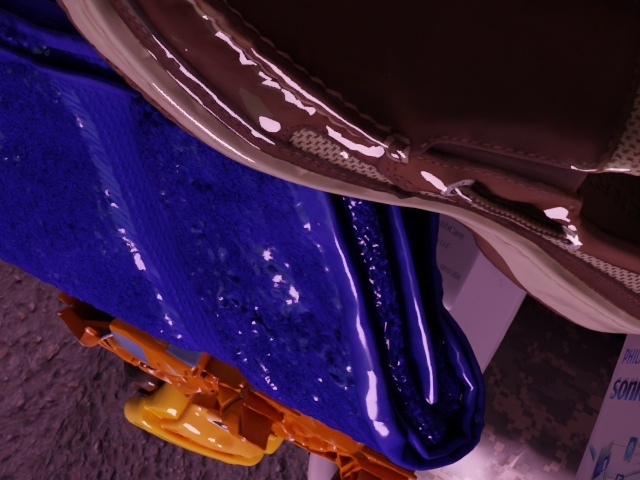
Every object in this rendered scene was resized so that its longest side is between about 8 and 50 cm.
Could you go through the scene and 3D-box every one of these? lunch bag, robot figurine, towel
[{"bbox_3d":[0.135,0.186,1.164,0.235,0.169,0.287,27,136,2],"label":"lunch bag"},{"bbox_3d":[-0.066,0.067,1.025,0.211,0.085,0.291,34,173,-36],"label":"robot figurine"},{"bbox_3d":[-0.076,-0.029,0.695,0.308,0.076,0.227,23,139,39],"label":"towel"}]

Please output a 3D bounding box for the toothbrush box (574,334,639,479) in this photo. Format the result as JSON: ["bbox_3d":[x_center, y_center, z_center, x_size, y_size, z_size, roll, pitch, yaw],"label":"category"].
[{"bbox_3d":[0.217,0.216,0.798,0.216,0.295,0.126,21,175,-5],"label":"toothbrush box"}]

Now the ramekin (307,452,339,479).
[{"bbox_3d":[0.130,0.185,1.324,0.273,0.273,0.127,27,-172,3],"label":"ramekin"}]

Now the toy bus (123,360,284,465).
[{"bbox_3d":[-0.028,0.070,1.235,0.149,0.220,0.211,27,170,-32],"label":"toy bus"}]

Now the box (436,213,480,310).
[{"bbox_3d":[0.007,-0.029,0.813,0.126,0.072,0.137,31,173,-19],"label":"box"}]

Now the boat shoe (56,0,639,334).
[{"bbox_3d":[0.051,-0.047,0.408,0.257,0.095,0.095,24,164,-40],"label":"boat shoe"}]

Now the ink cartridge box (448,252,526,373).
[{"bbox_3d":[0.000,0.000,1.022,0.160,0.092,0.219,32,173,-35],"label":"ink cartridge box"}]
